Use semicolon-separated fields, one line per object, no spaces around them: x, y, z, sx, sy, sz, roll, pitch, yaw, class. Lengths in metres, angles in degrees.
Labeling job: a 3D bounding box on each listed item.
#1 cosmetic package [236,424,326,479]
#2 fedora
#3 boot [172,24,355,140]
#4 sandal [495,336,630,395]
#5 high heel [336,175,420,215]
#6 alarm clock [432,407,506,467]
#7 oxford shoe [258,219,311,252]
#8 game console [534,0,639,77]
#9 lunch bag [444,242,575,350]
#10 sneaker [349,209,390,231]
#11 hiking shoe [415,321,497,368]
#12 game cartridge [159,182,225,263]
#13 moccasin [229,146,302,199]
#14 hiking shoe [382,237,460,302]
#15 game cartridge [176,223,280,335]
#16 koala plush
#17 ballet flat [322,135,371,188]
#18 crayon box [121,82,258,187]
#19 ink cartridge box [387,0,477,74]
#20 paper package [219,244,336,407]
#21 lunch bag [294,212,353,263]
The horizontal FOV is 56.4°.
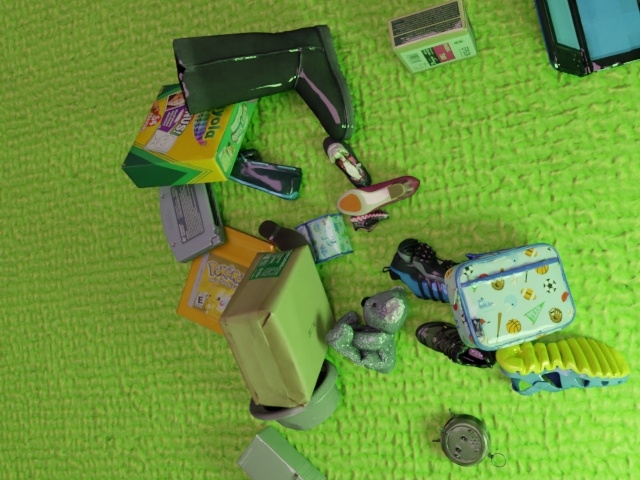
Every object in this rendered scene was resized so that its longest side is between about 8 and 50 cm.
-0.117;0.680;1.767;0.238;0.107;0.127;36;104;14;cosmetic package
-0.054;0.457;1.711;0.275;0.244;0.124;-27;109;9;fedora
-0.159;-0.416;1.664;0.445;0.146;0.367;-11;74;-18;boot
0.606;0.328;1.509;0.317;0.126;0.138;1;125;14;sandal
0.165;-0.132;1.710;0.244;0.117;0.082;-21;91;38;high heel
0.406;0.546;1.597;0.192;0.064;0.129;27;98;16;alarm clock
-0.092;0.008;1.767;0.212;0.076;0.076;35;85;38;oxford shoe
0.667;-0.574;1.471;0.173;0.250;0.293;-18;81;46;game console
0.466;0.134;1.495;0.303;0.115;0.243;-13;86;-11;lunch bag
0.145;-0.054;1.722;0.119;0.047;0.057;-9;106;22;sneaker
0.358;0.277;1.590;0.226;0.114;0.086;17;94;20;hiking shoe
-0.416;-0.089;1.893;0.198;0.062;0.297;-27;69;28;game cartridge
-0.213;-0.224;1.825;0.341;0.138;0.117;20;92;6;moccasin
0.326;0.119;1.629;0.304;0.113;0.132;37;132;11;hiking shoe
-0.287;0.128;1.871;0.285;0.052;0.324;20;96;20;game cartridge
0.163;0.228;1.637;0.203;0.196;0.221;35;100;6;koala plush
0.072;-0.233;1.734;0.074;0.074;0.203;-43;75;15;ballet flat
-0.381;-0.332;1.790;0.313;0.106;0.363;-3;53;22;crayon box
0.299;-0.528;1.568;0.193;0.234;0.088;-10;86;21;ink cartridge box
-0.103;0.222;1.608;0.168;0.325;0.310;-7;118;21;paper package
0.000;0.000;1.748;0.151;0.096;0.129;-19;85;33;lunch bag
